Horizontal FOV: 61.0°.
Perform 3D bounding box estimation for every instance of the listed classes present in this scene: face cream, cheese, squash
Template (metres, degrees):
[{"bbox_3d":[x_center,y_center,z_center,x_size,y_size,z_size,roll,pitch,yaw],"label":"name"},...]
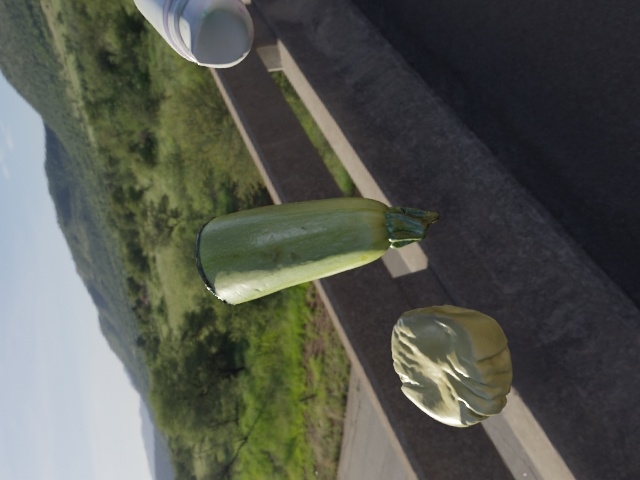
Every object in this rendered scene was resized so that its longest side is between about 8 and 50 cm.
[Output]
[{"bbox_3d":[-0.169,-0.297,0.696,0.345,0.102,0.101,-132,34,-50],"label":"face cream"},{"bbox_3d":[0.234,0.226,0.996,0.226,0.117,0.213,-2,94,48],"label":"cheese"},{"bbox_3d":[0.000,0.000,0.508,0.094,0.224,0.094,39,-134,-54],"label":"squash"}]
